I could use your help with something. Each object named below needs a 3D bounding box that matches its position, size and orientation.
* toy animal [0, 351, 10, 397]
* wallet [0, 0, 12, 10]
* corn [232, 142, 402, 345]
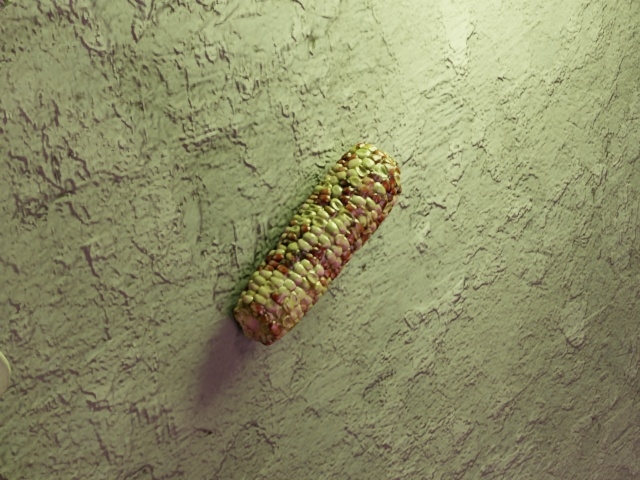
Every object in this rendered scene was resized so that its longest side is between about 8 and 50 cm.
[{"bbox_3d":[-0.380,0.136,0.663,0.310,0.247,0.183,-33,104,-19],"label":"toy animal"},{"bbox_3d":[-0.349,-0.176,0.760,0.196,0.020,0.103,-51,132,-25],"label":"wallet"},{"bbox_3d":[0.000,0.000,1.125,0.280,0.092,0.092,-52,132,-20],"label":"corn"}]
